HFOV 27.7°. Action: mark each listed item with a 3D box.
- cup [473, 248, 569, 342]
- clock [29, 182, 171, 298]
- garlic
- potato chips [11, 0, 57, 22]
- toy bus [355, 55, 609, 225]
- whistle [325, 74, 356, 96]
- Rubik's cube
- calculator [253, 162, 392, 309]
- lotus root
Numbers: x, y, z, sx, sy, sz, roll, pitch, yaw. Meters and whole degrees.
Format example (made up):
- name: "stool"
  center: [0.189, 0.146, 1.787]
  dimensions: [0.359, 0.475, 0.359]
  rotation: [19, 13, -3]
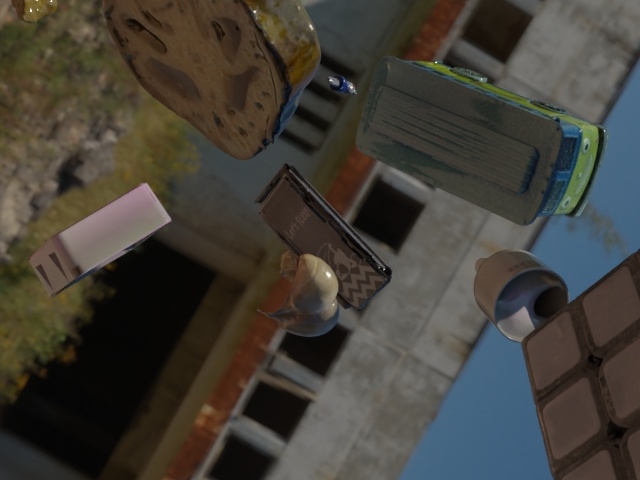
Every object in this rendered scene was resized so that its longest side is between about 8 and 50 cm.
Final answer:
- name: "cup"
  center: [0.343, 0.082, 2.171]
  dimensions: [0.142, 0.173, 0.134]
  rotation: [-127, -141, -64]
- name: "clock"
  center: [-0.291, 0.002, 1.686]
  dimensions: [0.150, 0.063, 0.197]
  rotation: [-33, -177, -23]
- name: "garlic"
  center: [-0.025, 0.088, 2.094]
  dimensions: [0.099, 0.124, 0.174]
  rotation: [-60, 169, -31]
- name: "potato chips"
  center: [-0.288, -0.437, 1.368]
  dimensions: [0.080, 0.057, 0.407]
  rotation: [28, -66, 43]
- name: "toy bus"
  center: [0.229, -0.146, 1.850]
  dimensions: [0.190, 0.312, 0.152]
  rotation: [-7, 119, -54]
- name: "whistle"
  center: [0.033, -0.265, 2.192]
  dimensions: [0.029, 0.033, 0.083]
  rotation: [-44, 153, 19]
- name: "Rubik's cube"
  center: [0.447, 0.194, 1.451]
  dimensions: [0.305, 0.301, 0.303]
  rotation: [-46, -144, 33]
- name: "calculator"
  center: [0.000, 0.000, 2.280]
  dimensions: [0.028, 0.274, 0.166]
  rotation: [-42, 177, -36]
- name: "lotus root"
  center: [-0.162, -0.292, 1.947]
  dimensions: [0.390, 0.375, 0.111]
  rotation: [14, -139, 41]
